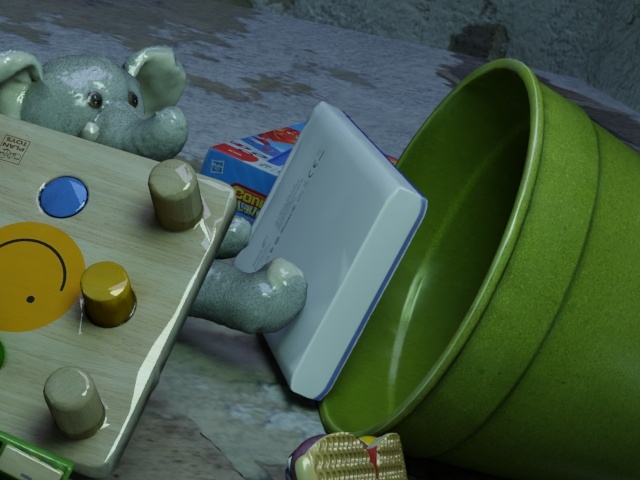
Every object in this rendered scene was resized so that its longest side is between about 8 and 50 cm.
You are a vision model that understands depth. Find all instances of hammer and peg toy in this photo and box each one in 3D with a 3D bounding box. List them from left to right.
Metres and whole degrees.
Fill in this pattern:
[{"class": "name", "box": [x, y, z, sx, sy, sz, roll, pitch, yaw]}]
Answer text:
[{"class": "hammer and peg toy", "box": [-0.270, 0.008, 1.337, 0.361, 0.266, 0.127, 18, -27, 13]}]

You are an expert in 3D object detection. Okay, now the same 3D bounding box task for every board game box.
[{"class": "board game box", "box": [0.046, -0.037, 2.123, 0.308, 0.086, 0.302, 23, 17, 16]}]

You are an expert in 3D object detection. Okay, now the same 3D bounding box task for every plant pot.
[{"class": "plant pot", "box": [0.239, 0.075, 1.589, 0.353, 0.366, 0.366, 25, 14, -16]}]

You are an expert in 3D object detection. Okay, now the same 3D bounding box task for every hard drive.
[{"class": "hard drive", "box": [0.000, 0.000, 1.709, 0.040, 0.210, 0.319, 24, 11, -19]}]

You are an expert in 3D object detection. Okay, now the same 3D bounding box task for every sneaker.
[{"class": "sneaker", "box": [0.003, 0.187, 1.370, 0.084, 0.070, 0.185, -14, -12, 21]}]

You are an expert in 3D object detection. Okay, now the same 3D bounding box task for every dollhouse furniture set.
[{"class": "dollhouse furniture set", "box": [-0.189, 0.149, 0.995, 0.058, 0.076, 0.152, 27, 5, 1]}]

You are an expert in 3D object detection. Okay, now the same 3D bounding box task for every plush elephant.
[{"class": "plush elephant", "box": [-0.188, -0.049, 1.559, 0.330, 0.255, 0.272, 25, 32, 38]}]

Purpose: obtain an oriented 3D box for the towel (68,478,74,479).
[{"class": "towel", "box": [-0.058, 0.246, 1.159, 0.324, 0.056, 0.312, 12, 18, -18]}]
